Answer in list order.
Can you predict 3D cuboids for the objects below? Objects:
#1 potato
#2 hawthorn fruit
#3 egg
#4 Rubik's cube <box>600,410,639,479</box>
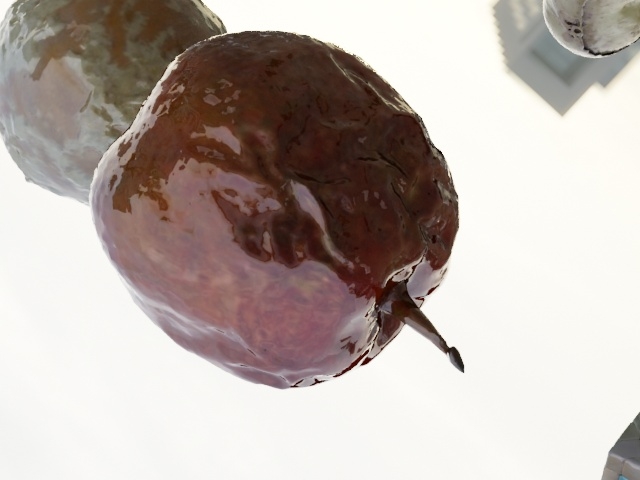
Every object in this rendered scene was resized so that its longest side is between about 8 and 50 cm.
[{"bbox_3d":[0.236,-0.222,1.455,0.080,0.107,0.170,51,160,29],"label":"potato"},{"bbox_3d":[0.000,0.000,1.004,0.243,0.207,0.207,38,-165,27],"label":"hawthorn fruit"},{"bbox_3d":[-0.157,-0.117,1.329,0.195,0.195,0.233,39,176,-8],"label":"egg"},{"bbox_3d":[0.284,0.192,1.488,0.073,0.084,0.075,30,155,26],"label":"Rubik's cube"}]
